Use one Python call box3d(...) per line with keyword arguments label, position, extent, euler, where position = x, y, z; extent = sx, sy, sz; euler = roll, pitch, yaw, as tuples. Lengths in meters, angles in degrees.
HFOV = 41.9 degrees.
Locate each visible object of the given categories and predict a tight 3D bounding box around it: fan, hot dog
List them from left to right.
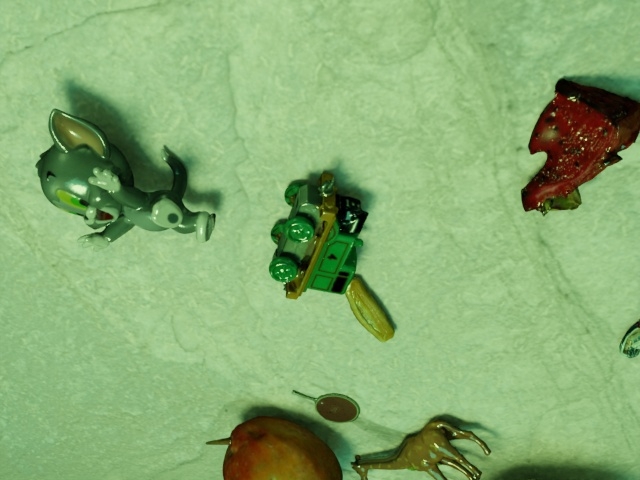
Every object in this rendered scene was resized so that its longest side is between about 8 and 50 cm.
box3d(label="fan", position=(0.008, 0.300, 1.529), extent=(0.133, 0.005, 0.085), euler=(22, 132, -8))
box3d(label="hot dog", position=(0.074, 0.111, 1.338), extent=(0.044, 0.028, 0.137), euler=(-35, 122, 5))

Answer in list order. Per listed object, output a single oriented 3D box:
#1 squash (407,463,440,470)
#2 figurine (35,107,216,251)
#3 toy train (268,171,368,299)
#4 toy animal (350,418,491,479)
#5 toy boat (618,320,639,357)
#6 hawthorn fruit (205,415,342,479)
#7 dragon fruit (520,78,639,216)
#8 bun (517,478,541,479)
box3d(label="squash", position=(0.197, 0.415, 1.572), extent=(0.083, 0.027, 0.027), euler=(-23, 122, 29))
box3d(label="figurine", position=(-0.277, -0.077, 1.186), extent=(0.265, 0.140, 0.193), euler=(6, 155, -9))
box3d(label="toy train", position=(0.000, 0.000, 1.222), extent=(0.136, 0.091, 0.228), euler=(14, 131, -14))
box3d(label="toy animal", position=(0.177, 0.405, 1.534), extent=(0.229, 0.066, 0.224), euler=(25, 122, 17))
box3d(label="toy boat", position=(0.485, 0.151, 1.278), extent=(0.038, 0.038, 0.083), euler=(14, 132, 0))
box3d(label="hawthorn fruit", position=(-0.091, 0.419, 1.526), extent=(0.262, 0.210, 0.210), euler=(43, 126, -14))
box3d(label="dragon fruit", position=(0.312, -0.102, 1.060), extent=(0.122, 0.092, 0.192), euler=(26, 130, -10))
box3d(label="bun", position=(0.389, 0.547, 1.511), extent=(0.365, 0.219, 0.365), euler=(0, 142, 0))
